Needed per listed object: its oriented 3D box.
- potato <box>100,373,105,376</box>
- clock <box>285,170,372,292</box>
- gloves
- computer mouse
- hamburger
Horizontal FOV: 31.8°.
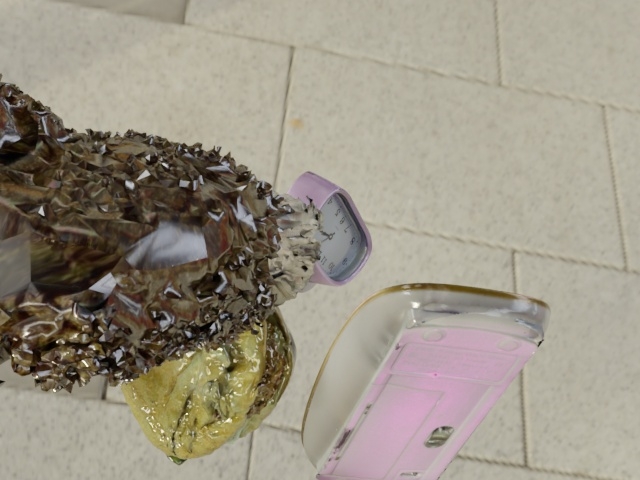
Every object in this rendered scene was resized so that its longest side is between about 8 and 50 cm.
[{"bbox_3d":[-0.184,0.089,1.175,0.066,0.096,0.103,24,39,9],"label":"potato"},{"bbox_3d":[0.000,0.000,1.326,0.050,0.153,0.110,24,68,35],"label":"clock"},{"bbox_3d":[-0.122,-0.002,0.624,0.210,0.135,0.312,25,10,7],"label":"gloves"},{"bbox_3d":[0.084,0.124,0.970,0.158,0.310,0.072,8,50,-13],"label":"computer mouse"},{"bbox_3d":[-0.108,0.094,1.025,0.130,0.183,0.206,6,41,-46],"label":"hamburger"}]
